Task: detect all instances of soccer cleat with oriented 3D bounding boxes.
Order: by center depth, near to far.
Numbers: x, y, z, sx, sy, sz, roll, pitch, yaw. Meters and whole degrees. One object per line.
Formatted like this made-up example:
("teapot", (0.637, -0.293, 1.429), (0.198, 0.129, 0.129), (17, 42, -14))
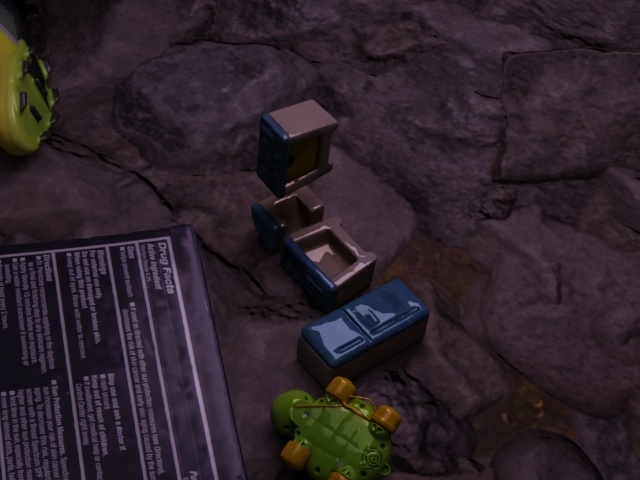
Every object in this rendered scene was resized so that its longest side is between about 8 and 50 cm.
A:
("soccer cleat", (-0.358, -0.191, 1.544), (0.121, 0.093, 0.289), (-21, 54, 3))

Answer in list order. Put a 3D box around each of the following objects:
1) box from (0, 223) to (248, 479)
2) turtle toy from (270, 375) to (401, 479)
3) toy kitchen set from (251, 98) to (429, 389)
("box", (-0.225, 0.164, 1.172), (0.294, 0.182, 0.296), (-6, 52, -11))
("turtle toy", (0.009, 0.173, 1.271), (0.130, 0.066, 0.095), (32, 76, 22))
("toy kitchen set", (0.000, 0.000, 1.355), (0.122, 0.166, 0.207), (-27, 57, -27))
